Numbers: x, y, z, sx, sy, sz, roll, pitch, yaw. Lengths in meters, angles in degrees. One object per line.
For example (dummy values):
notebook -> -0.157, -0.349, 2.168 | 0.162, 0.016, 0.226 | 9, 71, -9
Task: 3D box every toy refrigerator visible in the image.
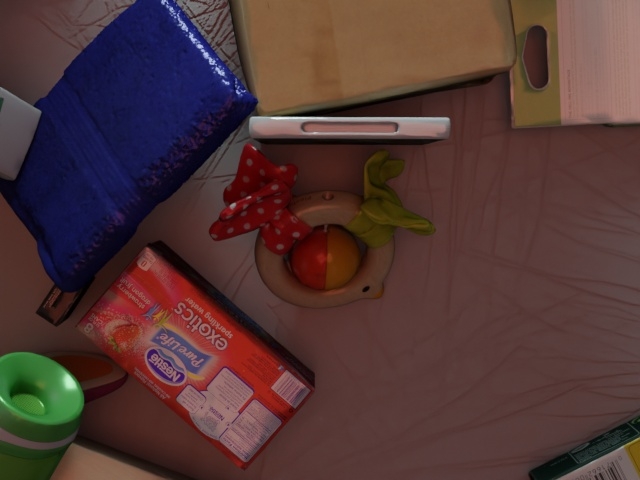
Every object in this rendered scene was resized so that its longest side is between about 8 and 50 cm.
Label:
toy refrigerator -> -0.190, 0.327, 1.421 | 0.269, 0.094, 0.102 | 21, 86, -2

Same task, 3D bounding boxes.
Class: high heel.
high heel -> -0.348, 0.208, 1.434 | 0.244, 0.082, 0.117 | -12, 126, -13

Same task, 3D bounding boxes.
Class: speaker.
speaker -> -0.375, 0.267, 1.350 | 0.131, 0.131, 0.296 | 32, 117, -2

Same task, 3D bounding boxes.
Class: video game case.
video game case -> 0.029, -0.120, 1.328 | 0.206, 0.227, 0.026 | 0, 94, 0

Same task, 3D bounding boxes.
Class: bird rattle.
bird rattle -> 0.000, 0.000, 1.369 | 0.254, 0.143, 0.207 | -8, 129, -14

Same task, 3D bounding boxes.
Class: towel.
towel -> -0.226, -0.114, 1.349 | 0.308, 0.076, 0.227 | -44, 60, 13

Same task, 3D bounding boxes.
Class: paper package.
paper package -> 0.045, -0.316, 1.349 | 0.309, 0.168, 0.324 | -10, 94, 2

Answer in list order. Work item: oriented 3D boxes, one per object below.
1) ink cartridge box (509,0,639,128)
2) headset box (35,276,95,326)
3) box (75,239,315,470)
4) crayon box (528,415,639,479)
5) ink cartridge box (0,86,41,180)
ink cartridge box -> 0.337, -0.218, 1.412 | 0.235, 0.056, 0.171 | -3, 93, 3
headset box -> -0.300, 0.065, 1.408 | 0.032, 0.083, 0.062 | 34, 93, -3
box -> -0.140, 0.129, 1.392 | 0.257, 0.122, 0.128 | 41, 92, -2
crayon box -> 0.411, 0.379, 1.431 | 0.202, 0.081, 0.318 | -27, 92, 1
ink cartridge box -> -0.436, -0.153, 1.300 | 0.160, 0.219, 0.092 | 17, 83, 24
